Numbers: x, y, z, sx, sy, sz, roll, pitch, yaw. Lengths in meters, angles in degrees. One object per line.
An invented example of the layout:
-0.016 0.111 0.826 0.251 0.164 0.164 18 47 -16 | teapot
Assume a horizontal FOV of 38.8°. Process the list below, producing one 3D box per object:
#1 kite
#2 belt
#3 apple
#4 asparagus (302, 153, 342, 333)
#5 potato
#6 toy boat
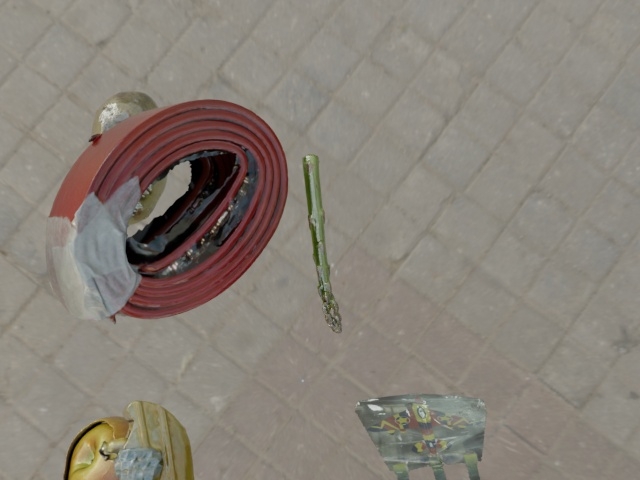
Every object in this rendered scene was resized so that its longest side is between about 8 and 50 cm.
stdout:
0.111 0.213 0.883 0.141 0.245 0.015 -5 114 -1 | kite
-0.191 -0.037 1.096 0.324 0.115 0.227 -43 114 -27 | belt
-0.409 0.468 1.820 0.207 0.237 0.237 36 82 -17 | apple
0.000 0.000 1.108 0.024 0.025 0.248 -3 62 -9 | asparagus
-0.360 -0.148 1.693 0.165 0.165 0.262 16 84 1 | potato
-0.166 0.299 0.807 0.115 0.089 0.310 -2 82 -18 | toy boat
